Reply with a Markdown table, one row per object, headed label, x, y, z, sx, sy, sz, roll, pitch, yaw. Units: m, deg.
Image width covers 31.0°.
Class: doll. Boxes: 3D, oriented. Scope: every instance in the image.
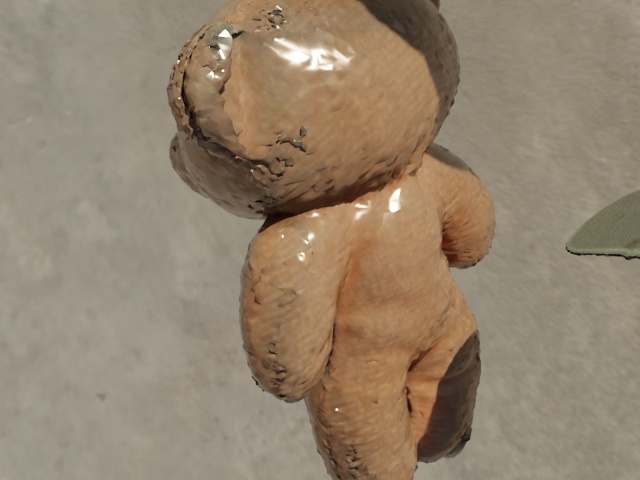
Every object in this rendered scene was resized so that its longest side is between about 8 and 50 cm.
| label | x | y | z | sx | sy | sz | roll | pitch | yaw |
| --- | --- | --- | --- | --- | --- | --- | --- | --- | --- |
| doll | 0.000 | 0.000 | 0.627 | 0.201 | 0.156 | 0.303 | -34 | 124 | -44 |

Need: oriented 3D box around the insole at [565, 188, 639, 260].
| label | x | y | z | sx | sy | sz | roll | pitch | yaw |
| --- | --- | --- | --- | --- | --- | --- | --- | --- | --- |
| insole | 0.158 | -0.008 | 0.446 | 0.080 | 0.232 | 0.003 | -36 | 100 | -7 |
